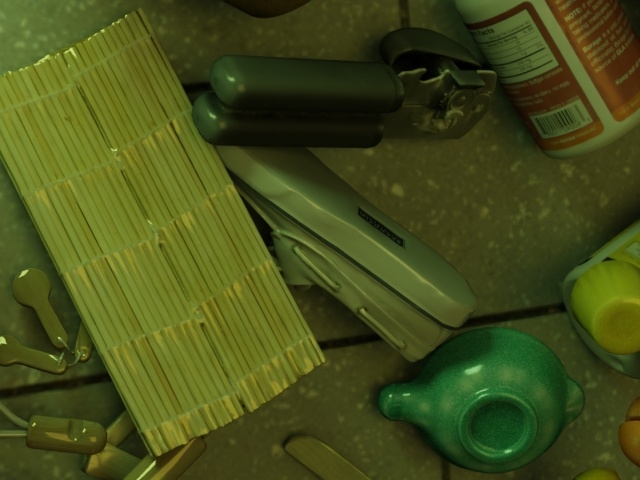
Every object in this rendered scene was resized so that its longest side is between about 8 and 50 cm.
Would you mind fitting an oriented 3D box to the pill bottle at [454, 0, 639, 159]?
[{"bbox_3d":[0.191,-0.187,1.297,0.121,0.121,0.216,-39,107,-19],"label":"pill bottle"}]

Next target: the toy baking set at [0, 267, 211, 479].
[{"bbox_3d":[-0.194,0.133,1.153,0.196,0.030,0.256,40,73,3],"label":"toy baking set"}]

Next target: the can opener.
[{"bbox_3d":[0.021,-0.125,1.232,0.283,0.095,0.076,-1,137,-35],"label":"can opener"}]

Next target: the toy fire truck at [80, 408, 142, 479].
[{"bbox_3d":[-0.142,0.190,1.198,0.192,0.047,0.135,-31,104,-20],"label":"toy fire truck"}]

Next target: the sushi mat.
[{"bbox_3d":[-0.130,-0.008,1.159,0.151,0.019,0.317,-26,86,-16],"label":"sushi mat"}]

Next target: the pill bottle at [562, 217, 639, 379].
[{"bbox_3d":[0.329,0.020,1.370,0.208,0.119,0.119,-35,106,-19],"label":"pill bottle"}]

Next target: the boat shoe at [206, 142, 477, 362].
[{"bbox_3d":[0.000,0.000,1.237,0.267,0.096,0.088,35,112,-13],"label":"boat shoe"}]

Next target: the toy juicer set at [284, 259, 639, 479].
[{"bbox_3d":[0.161,0.170,1.298,0.329,0.089,0.209,-27,108,9],"label":"toy juicer set"}]

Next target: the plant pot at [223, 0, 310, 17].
[{"bbox_3d":[-0.082,-0.295,1.129,0.237,0.237,0.254,-53,126,-14],"label":"plant pot"}]
